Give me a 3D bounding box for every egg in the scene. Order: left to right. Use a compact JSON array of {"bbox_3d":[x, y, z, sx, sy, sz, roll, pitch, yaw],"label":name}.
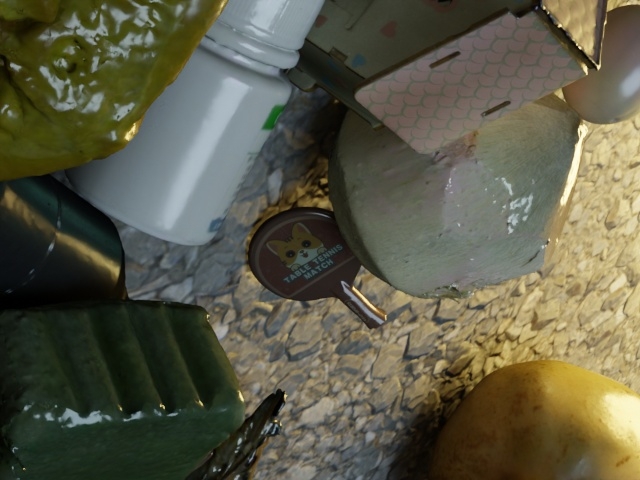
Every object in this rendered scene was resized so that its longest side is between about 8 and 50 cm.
[{"bbox_3d":[0.309,-0.182,1.595,0.135,0.103,0.103,-52,143,0],"label":"egg"}]

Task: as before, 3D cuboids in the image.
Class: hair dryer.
[{"bbox_3d":[-0.296,0.069,1.203,0.302,0.116,0.244,-39,145,5],"label":"hair dryer"}]

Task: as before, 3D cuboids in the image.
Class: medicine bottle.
[{"bbox_3d":[-0.094,-0.127,1.201,0.139,0.139,0.237,11,111,-50],"label":"medicine bottle"}]

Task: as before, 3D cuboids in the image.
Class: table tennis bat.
[{"bbox_3d":[0.000,0.000,1.513,0.107,0.119,0.170,-34,123,19],"label":"table tennis bat"}]

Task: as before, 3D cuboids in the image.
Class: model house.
[{"bbox_3d":[0.130,-0.223,1.263,0.326,0.244,0.169,-52,141,0],"label":"model house"}]

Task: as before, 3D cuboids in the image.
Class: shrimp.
[{"bbox_3d":[-0.134,0.241,1.543,0.145,0.059,0.254,9,119,-39],"label":"shrimp"}]

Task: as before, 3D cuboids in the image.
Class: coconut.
[{"bbox_3d":[0.132,-0.062,1.399,0.224,0.234,0.224,18,68,-53],"label":"coconut"}]

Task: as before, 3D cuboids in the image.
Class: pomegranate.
[{"bbox_3d":[0.265,0.293,1.806,0.319,0.319,0.319,-27,138,-28],"label":"pomegranate"}]

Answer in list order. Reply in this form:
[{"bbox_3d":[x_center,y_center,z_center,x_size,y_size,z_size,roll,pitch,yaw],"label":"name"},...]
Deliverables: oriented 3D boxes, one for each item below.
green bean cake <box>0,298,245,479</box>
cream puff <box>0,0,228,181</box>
[{"bbox_3d":[-0.197,0.147,1.195,0.223,0.125,0.227,-3,143,-39],"label":"green bean cake"},{"bbox_3d":[-0.189,-0.186,0.896,0.323,0.270,0.274,-61,167,16],"label":"cream puff"}]
